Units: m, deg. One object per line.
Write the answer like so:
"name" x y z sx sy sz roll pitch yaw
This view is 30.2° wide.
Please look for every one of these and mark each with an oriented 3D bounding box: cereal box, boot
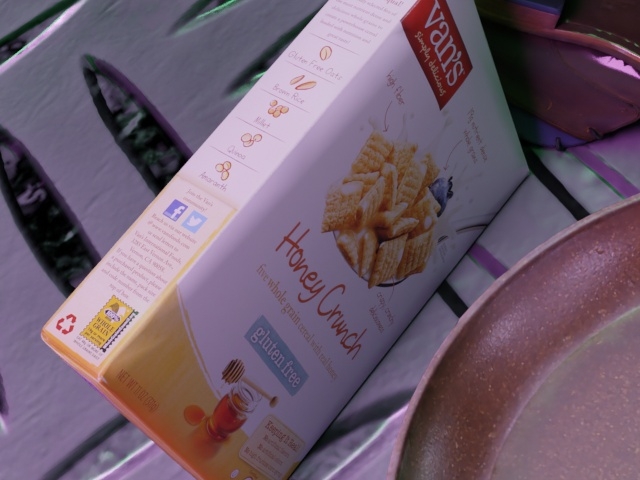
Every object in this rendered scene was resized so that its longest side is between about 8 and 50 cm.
"cereal box" 0.000 0.000 0.556 0.047 0.173 0.240 30 74 34
"boot" 0.159 -0.090 0.624 0.219 0.106 0.082 27 64 3

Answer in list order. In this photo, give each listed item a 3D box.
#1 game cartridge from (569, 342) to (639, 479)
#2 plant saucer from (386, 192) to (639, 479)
"game cartridge" 0.186 0.163 0.438 0.230 0.068 0.355 22 64 27
"plant saucer" 0.177 0.106 0.418 0.310 0.050 0.310 -10 51 13
